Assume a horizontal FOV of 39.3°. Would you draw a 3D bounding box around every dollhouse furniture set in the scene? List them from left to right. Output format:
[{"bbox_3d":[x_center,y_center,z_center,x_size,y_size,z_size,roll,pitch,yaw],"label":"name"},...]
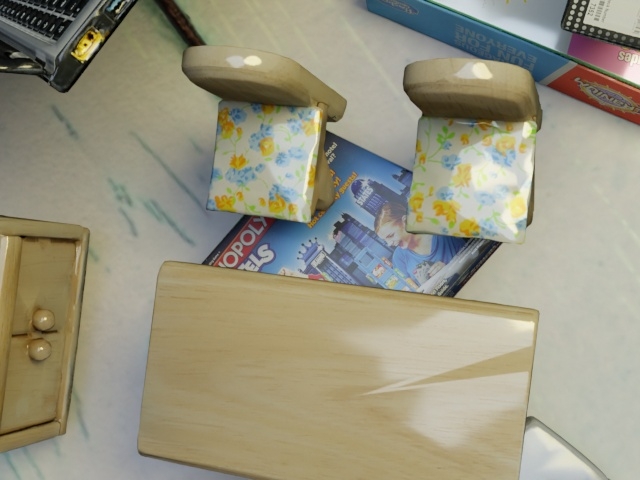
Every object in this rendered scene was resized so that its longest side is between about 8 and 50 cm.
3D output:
[{"bbox_3d":[-0.089,0.073,0.496,0.394,0.256,0.361,7,90,17],"label":"dollhouse furniture set"}]

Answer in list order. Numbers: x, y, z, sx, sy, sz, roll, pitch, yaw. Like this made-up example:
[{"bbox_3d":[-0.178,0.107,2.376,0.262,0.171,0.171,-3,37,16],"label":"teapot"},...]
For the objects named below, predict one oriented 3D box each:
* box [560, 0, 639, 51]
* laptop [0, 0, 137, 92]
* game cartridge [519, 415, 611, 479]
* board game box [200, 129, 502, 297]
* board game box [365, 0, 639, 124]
[{"bbox_3d":[0.199,-0.249,0.459,0.060,0.216,0.270,18,117,11],"label":"box"},{"bbox_3d":[-0.243,-0.226,0.524,0.236,0.382,0.408,39,87,-31],"label":"laptop"},{"bbox_3d":[0.164,0.278,0.591,0.196,0.060,0.294,-33,79,5],"label":"game cartridge"},{"bbox_3d":[0.000,0.000,0.647,0.194,0.060,0.194,43,93,14],"label":"board game box"},{"bbox_3d":[0.206,-0.273,0.660,0.242,0.064,0.316,26,86,10],"label":"board game box"}]
